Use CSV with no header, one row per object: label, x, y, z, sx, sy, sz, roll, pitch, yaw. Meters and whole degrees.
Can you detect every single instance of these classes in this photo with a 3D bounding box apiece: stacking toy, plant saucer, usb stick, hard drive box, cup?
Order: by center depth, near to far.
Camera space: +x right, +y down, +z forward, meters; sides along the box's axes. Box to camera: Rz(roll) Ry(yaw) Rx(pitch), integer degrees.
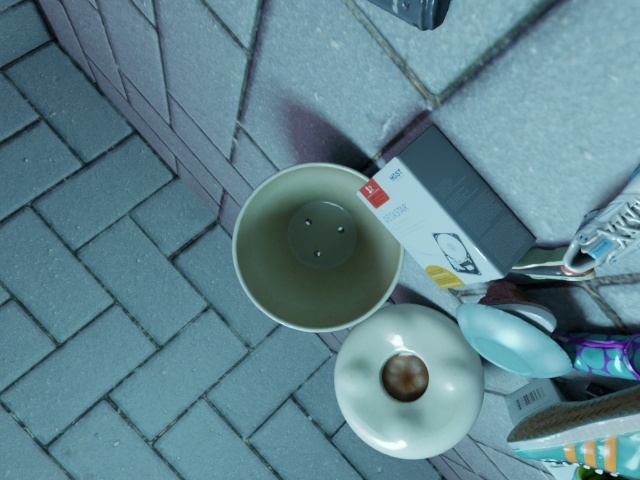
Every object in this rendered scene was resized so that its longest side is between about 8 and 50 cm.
usb stick,0.034,-0.337,0.529,0.278,0.045,0.077,41,160,21
hard drive box,0.189,-0.042,0.719,0.232,0.089,0.181,48,162,0
plant saucer,0.304,0.177,0.735,0.195,0.037,0.195,33,162,12
cup,0.000,0.000,0.965,0.331,0.331,0.237,50,-173,-5
stacking toy,0.267,0.384,1.216,0.351,0.350,0.480,38,177,29

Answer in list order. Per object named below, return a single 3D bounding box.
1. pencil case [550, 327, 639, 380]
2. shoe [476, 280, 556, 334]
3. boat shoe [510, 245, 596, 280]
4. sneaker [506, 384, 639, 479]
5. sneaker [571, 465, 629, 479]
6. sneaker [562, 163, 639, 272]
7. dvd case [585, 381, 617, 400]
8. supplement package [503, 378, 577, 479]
pencil case,0.415,0.167,0.667,0.070,0.064,0.152,37,163,-9
shoe,0.320,0.105,0.732,0.063,0.081,0.178,46,160,-7
boat shoe,0.323,0.037,0.642,0.043,0.049,0.137,50,158,-13
sneaker,0.439,0.320,0.697,0.121,0.108,0.302,56,137,8
sneaker,0.577,0.464,0.750,0.127,0.320,0.208,-71,-17,-73
sneaker,0.324,-0.014,0.472,0.071,0.083,0.190,43,161,20
dvd case,0.573,0.339,0.719,0.239,0.030,0.179,15,143,58
supplement package,0.462,0.374,0.866,0.179,0.105,0.105,49,-162,-3
